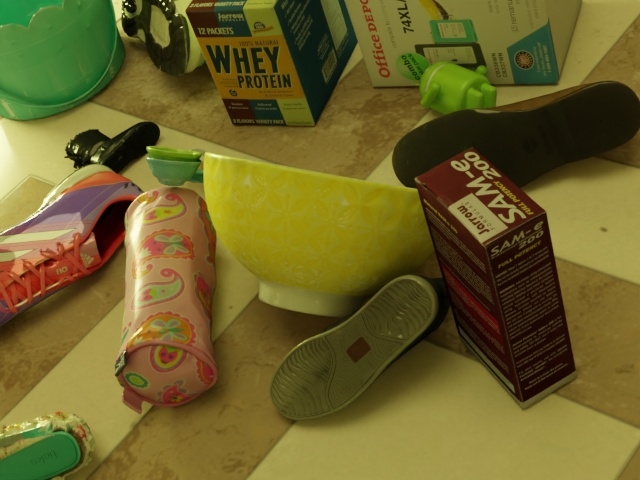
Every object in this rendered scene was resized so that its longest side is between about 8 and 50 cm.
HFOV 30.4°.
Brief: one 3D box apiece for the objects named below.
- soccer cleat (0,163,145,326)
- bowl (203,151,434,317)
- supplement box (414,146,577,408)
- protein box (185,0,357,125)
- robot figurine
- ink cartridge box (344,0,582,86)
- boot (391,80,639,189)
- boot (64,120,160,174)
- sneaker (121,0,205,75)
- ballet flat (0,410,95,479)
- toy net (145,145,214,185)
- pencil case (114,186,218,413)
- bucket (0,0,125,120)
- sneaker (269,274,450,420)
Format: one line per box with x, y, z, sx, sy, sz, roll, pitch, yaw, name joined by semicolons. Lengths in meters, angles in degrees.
-0.350;0.024;1.510;0.116;0.109;0.318;24;56;34;soccer cleat
0.000;0.000;1.326;0.289;0.289;0.156;11;94;31;bowl
0.177;0.040;1.171;0.073;0.239;0.130;-30;43;-10;supplement box
-0.061;-0.301;1.655;0.136;0.201;0.200;3;47;25;protein box
0.178;-0.195;1.548;0.101;0.067;0.115;-26;39;-31;robot figurine
0.195;-0.345;1.602;0.270;0.198;0.197;2;47;25;ink cartridge box
0.241;-0.126;1.453;0.305;0.112;0.115;-13;12;15;boot
-0.304;-0.141;1.708;0.099;0.045;0.121;24;59;42;boot
-0.209;-0.378;1.883;0.182;0.158;0.410;-4;35;-24;sneaker
-0.362;0.248;1.309;0.241;0.091;0.077;-12;12;4;ballet flat
-0.151;-0.097;1.512;0.122;0.045;0.232;5;7;0;toy net
-0.181;0.064;1.384;0.124;0.124;0.284;-14;43;8;pencil case
-0.453;-0.334;1.865;0.281;0.183;0.281;-12;43;11;bucket
0.052;0.119;1.276;0.222;0.118;0.083;-37;77;18;sneaker
